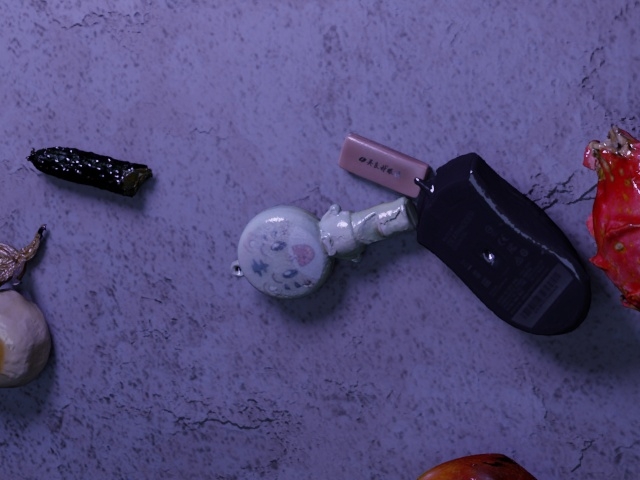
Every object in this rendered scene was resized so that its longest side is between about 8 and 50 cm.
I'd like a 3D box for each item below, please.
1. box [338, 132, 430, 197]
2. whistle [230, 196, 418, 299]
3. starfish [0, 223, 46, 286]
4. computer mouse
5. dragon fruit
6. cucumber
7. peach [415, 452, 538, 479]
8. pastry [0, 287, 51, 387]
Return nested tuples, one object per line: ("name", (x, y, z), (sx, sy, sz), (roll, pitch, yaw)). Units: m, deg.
("box", (0.079, -0.094, 1.781), (0.115, 0.025, 0.048), (24, 110, 14))
("whistle", (0.000, 0.000, 1.816), (0.258, 0.067, 0.126), (-18, 110, 20))
("starfish", (-0.425, 0.027, 1.994), (0.130, 0.041, 0.133), (-37, 46, 6))
("computer mouse", (0.223, 0.001, 1.718), (0.264, 0.088, 0.147), (42, 131, 5))
("dragon fruit", (0.399, -0.019, 1.589), (0.205, 0.210, 0.268), (-38, 83, 8))
("cucumber", (-0.315, -0.097, 1.919), (0.182, 0.053, 0.053), (14, 108, 19))
("peach", (0.193, 0.381, 1.766), (0.231, 0.231, 0.231), (5, 106, 20))
("pastry", (-0.462, 0.142, 2.016), (0.156, 0.092, 0.156), (10, 114, 23))
